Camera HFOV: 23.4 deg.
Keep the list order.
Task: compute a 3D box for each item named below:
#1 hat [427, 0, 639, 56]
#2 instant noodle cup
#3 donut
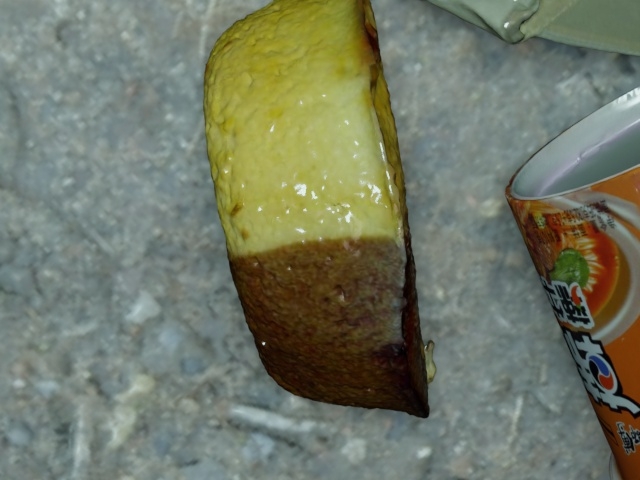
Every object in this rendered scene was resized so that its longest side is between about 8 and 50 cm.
[{"bbox_3d":[0.147,-0.209,0.879,0.245,0.149,0.214,9,99,-48],"label":"hat"},{"bbox_3d":[0.235,0.008,0.882,0.250,0.250,0.192,-29,100,3],"label":"instant noodle cup"},{"bbox_3d":[0.000,0.000,0.890,0.112,0.151,0.295,-10,110,6],"label":"donut"}]
